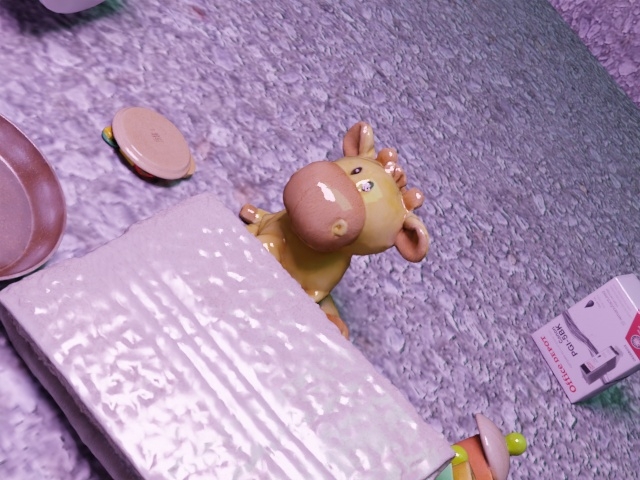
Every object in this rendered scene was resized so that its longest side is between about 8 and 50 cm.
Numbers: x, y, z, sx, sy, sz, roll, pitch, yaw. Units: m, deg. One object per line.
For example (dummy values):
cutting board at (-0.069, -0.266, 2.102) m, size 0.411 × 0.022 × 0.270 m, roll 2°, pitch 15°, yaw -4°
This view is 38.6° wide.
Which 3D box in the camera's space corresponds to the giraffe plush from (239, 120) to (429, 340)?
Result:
giraffe plush at (0.000, 0.000, 0.756) m, size 0.181 × 0.170 × 0.210 m, roll 50°, pitch 31°, yaw 2°

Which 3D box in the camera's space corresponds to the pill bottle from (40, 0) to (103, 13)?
pill bottle at (-0.297, -0.405, 0.774) m, size 0.408 × 0.229 × 0.229 m, roll 50°, pitch 31°, yaw 1°

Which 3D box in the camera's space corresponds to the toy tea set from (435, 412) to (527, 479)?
toy tea set at (0.151, 0.256, 0.648) m, size 0.200 × 0.124 × 0.336 m, roll 65°, pitch 11°, yaw -47°

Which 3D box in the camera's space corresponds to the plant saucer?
plant saucer at (-0.255, -0.037, 0.619) m, size 0.168 × 0.029 × 0.168 m, roll 31°, pitch 35°, yaw -25°

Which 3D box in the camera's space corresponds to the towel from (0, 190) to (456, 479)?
towel at (-0.059, 0.100, 0.608) m, size 0.187 × 0.049 × 0.282 m, roll -31°, pitch 70°, yaw -37°

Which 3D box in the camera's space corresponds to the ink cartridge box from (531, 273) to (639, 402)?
ink cartridge box at (0.332, 0.116, 1.074) m, size 0.056 × 0.135 × 0.099 m, roll -3°, pitch 57°, yaw -48°

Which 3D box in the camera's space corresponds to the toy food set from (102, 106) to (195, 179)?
toy food set at (-0.150, -0.086, 0.809) m, size 0.082 × 0.020 × 0.083 m, roll 50°, pitch 32°, yaw 3°
